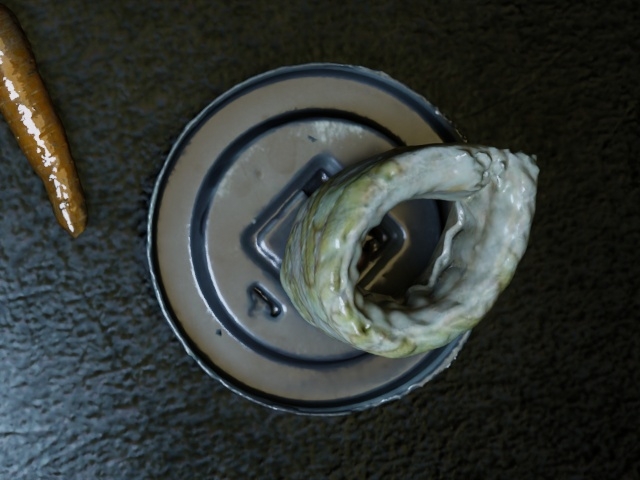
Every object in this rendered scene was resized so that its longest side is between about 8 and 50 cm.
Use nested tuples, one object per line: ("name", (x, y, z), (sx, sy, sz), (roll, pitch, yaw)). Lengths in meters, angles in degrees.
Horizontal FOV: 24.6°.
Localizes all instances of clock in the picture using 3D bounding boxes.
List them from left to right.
("clock", (0.000, 0.000, 1.160), (0.280, 0.055, 0.281), (0, 91, -11))

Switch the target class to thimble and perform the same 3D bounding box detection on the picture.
("thimble", (0.066, -0.003, 1.071), (0.190, 0.143, 0.137), (-42, 98, -8))

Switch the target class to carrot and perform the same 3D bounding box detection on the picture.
("carrot", (-0.222, -0.091, 1.125), (0.047, 0.047, 0.191), (-24, 99, -9))
